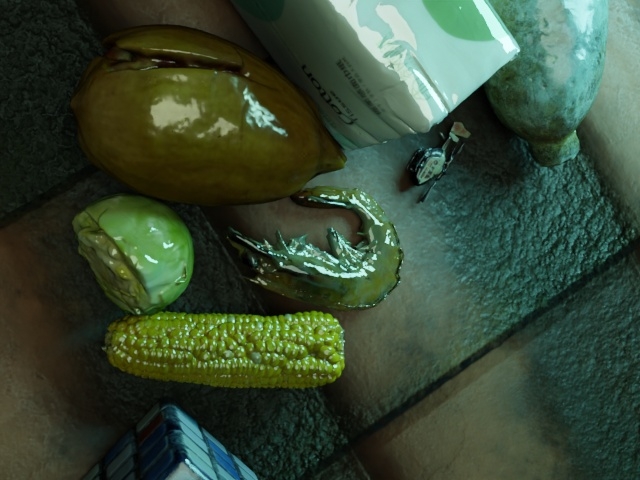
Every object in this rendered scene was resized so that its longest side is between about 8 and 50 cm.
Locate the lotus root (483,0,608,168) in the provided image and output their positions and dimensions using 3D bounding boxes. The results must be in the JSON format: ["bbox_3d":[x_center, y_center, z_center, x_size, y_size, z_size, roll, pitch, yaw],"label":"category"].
[{"bbox_3d":[0.290,-0.268,1.191,0.174,0.175,0.350,-8,96,-14],"label":"lotus root"}]

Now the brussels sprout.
[{"bbox_3d":[-0.215,0.005,1.093,0.122,0.149,0.152,-44,124,-32],"label":"brussels sprout"}]

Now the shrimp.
[{"bbox_3d":[0.000,0.000,1.192,0.253,0.058,0.173,24,80,-18],"label":"shrimp"}]

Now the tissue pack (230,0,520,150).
[{"bbox_3d":[0.026,-0.297,1.066,0.194,0.266,0.356,-41,102,-13],"label":"tissue pack"}]

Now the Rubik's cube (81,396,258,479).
[{"bbox_3d":[-0.169,0.401,1.053,0.287,0.293,0.292,-46,105,-7],"label":"Rubik's cube"}]

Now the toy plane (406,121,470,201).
[{"bbox_3d":[0.158,-0.112,1.234,0.049,0.031,0.121,34,87,-19],"label":"toy plane"}]

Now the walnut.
[{"bbox_3d":[-0.124,-0.136,1.074,0.336,0.209,0.209,15,90,-18],"label":"walnut"}]

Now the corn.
[{"bbox_3d":[-0.118,0.140,1.148,0.312,0.102,0.102,0,94,-12],"label":"corn"}]
